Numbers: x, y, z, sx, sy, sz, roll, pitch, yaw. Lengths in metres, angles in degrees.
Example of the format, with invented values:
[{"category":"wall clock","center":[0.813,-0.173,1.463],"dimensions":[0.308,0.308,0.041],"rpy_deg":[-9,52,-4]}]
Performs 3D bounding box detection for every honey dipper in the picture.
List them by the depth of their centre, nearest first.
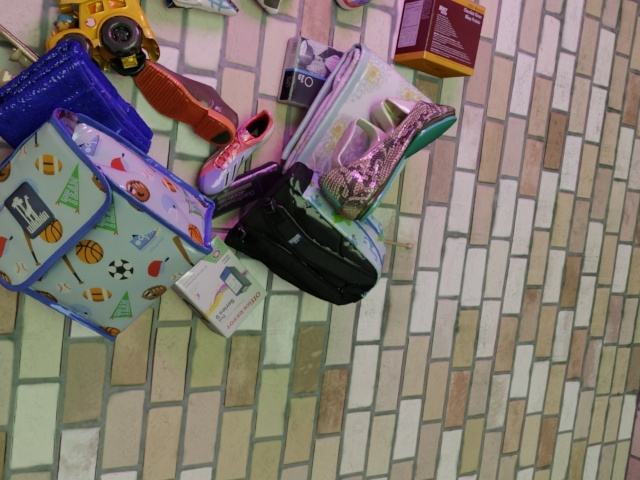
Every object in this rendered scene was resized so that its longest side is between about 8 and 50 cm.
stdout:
[{"category":"honey dipper","center":[0.208,0.006,2.004],"dimensions":[0.161,0.030,0.030],"rpy_deg":[10,92,-36]}]

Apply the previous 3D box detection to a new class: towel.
[{"category":"towel","center":[-0.479,-0.220,1.375],"dimensions":[0.228,0.076,0.308],"rpy_deg":[-42,148,-7]},{"category":"towel","center":[0.101,-0.267,1.795],"dimensions":[0.321,0.090,0.374],"rpy_deg":[29,97,-41]}]

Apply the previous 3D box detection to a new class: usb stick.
[{"category":"usb stick","center":[-0.209,-0.114,1.695],"dimensions":[0.278,0.045,0.077],"rpy_deg":[-28,119,-28]}]

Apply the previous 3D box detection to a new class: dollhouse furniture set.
[{"category":"dollhouse furniture set","center":[-0.628,-0.325,1.335],"dimensions":[0.151,0.144,0.123],"rpy_deg":[-48,116,-2]}]

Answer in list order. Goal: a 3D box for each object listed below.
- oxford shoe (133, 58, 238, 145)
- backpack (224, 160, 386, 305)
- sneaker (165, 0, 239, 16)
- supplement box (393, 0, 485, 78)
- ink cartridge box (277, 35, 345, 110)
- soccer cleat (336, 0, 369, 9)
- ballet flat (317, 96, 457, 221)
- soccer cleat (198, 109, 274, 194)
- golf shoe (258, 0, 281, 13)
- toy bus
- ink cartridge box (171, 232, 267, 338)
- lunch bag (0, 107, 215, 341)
[{"category":"oxford shoe","center":[-0.304,-0.326,1.587],"dimensions":[0.271,0.097,0.098],"rpy_deg":[38,42,-25]},{"category":"backpack","center":[0.000,0.000,1.703],"dimensions":[0.355,0.290,0.273],"rpy_deg":[43,34,-6]},{"category":"sneaker","center":[-0.292,-0.547,1.556],"dimensions":[0.237,0.085,0.086],"rpy_deg":[12,117,-38]},{"category":"supplement box","center":[0.330,-0.570,1.932],"dimensions":[0.191,0.129,0.194],"rpy_deg":[8,93,-35]},{"category":"ink cartridge box","center":[0.054,-0.401,1.815],"dimensions":[0.333,0.065,0.165],"rpy_deg":[8,92,-36]},{"category":"soccer cleat","center":[0.171,-0.715,1.809],"dimensions":[0.318,0.116,0.108],"rpy_deg":[-48,120,-18]},{"category":"ballet flat","center":[0.157,-0.236,1.659],"dimensions":[0.182,0.164,0.483],"rpy_deg":[43,54,1]},{"category":"soccer cleat","center":[-0.200,-0.212,1.644],"dimensions":[0.083,0.095,0.248],"rpy_deg":[39,68,6]},{"category":"golf shoe","center":[-0.065,-0.668,1.684],"dimensions":[0.273,0.105,0.120],"rpy_deg":[-44,135,-14]},{"category":"toy bus","center":[-0.461,-0.440,1.415],"dimensions":[0.220,0.149,0.211],"rpy_deg":[-19,88,-11]},{"category":"ink cartridge box","center":[-0.253,0.106,1.672],"dimensions":[0.154,0.093,0.212],"rpy_deg":[-47,122,-19]},{"category":"lunch bag","center":[-0.454,-0.030,1.363],"dimensions":[0.328,0.239,0.385],"rpy_deg":[-40,121,17]}]
